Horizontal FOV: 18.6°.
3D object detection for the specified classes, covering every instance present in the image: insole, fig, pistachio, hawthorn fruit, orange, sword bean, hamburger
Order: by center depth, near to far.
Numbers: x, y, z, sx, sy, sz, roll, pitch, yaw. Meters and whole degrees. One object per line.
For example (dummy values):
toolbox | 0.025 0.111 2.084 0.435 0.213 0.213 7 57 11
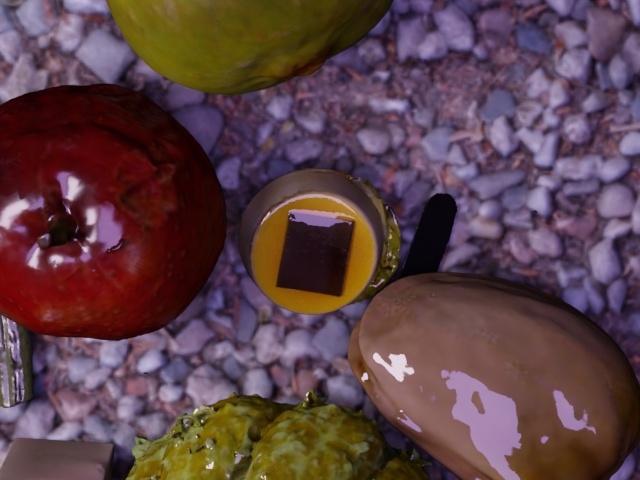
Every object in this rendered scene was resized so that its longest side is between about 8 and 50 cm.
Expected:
fig | -0.065 -0.285 1.556 0.258 0.258 0.326 -12 85 -1
hawthorn fruit | -0.194 -0.011 1.577 0.230 0.266 0.210 20 104 -3
orange | -0.031 0.267 1.637 0.301 0.223 0.300 5 112 21
pistachio | 0.156 0.117 1.663 0.260 0.213 0.163 38 135 -2
hamburger | 0.000 0.000 1.675 0.141 0.081 0.127 -7 109 1
sword bean | -0.293 0.012 1.689 0.043 0.038 0.269 -18 99 -25
insole | 0.080 0.048 1.707 0.064 0.004 0.188 14 96 -47

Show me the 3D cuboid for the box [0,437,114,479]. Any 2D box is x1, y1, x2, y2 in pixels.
box | -0.231 0.290 1.661 0.095 0.168 0.212 4 97 -5
